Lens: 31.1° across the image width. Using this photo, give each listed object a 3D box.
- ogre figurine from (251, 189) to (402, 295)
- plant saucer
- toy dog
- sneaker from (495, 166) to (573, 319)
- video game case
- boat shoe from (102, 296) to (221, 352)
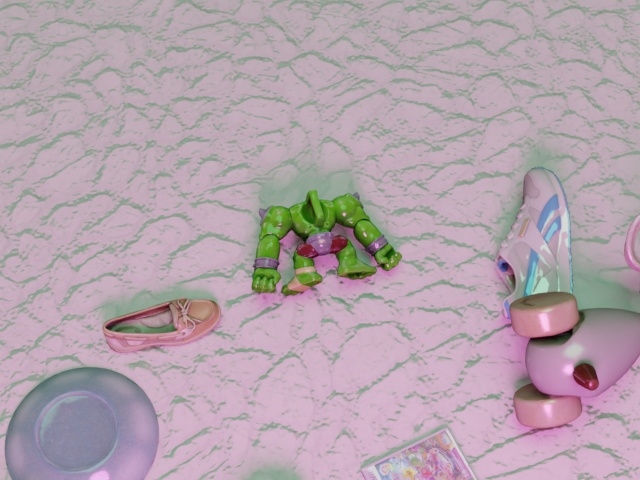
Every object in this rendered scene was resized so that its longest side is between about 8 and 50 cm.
[{"bbox_3d":[0.000,0.000,1.521,0.197,0.097,0.118,-15,74,6],"label":"ogre figurine"},{"bbox_3d":[-0.300,0.242,1.431,0.195,0.037,0.195,-1,63,1],"label":"plant saucer"},{"bbox_3d":[0.383,0.122,1.392,0.333,0.161,0.220,-33,108,-9],"label":"toy dog"},{"bbox_3d":[0.279,0.002,1.518,0.092,0.087,0.229,1,60,3],"label":"sneaker"},{"bbox_3d":[0.123,0.292,1.410,0.122,0.011,0.087,-24,65,-11],"label":"video game case"},{"bbox_3d":[-0.205,0.105,1.493,0.153,0.048,0.056,-11,63,-4],"label":"boat shoe"}]
